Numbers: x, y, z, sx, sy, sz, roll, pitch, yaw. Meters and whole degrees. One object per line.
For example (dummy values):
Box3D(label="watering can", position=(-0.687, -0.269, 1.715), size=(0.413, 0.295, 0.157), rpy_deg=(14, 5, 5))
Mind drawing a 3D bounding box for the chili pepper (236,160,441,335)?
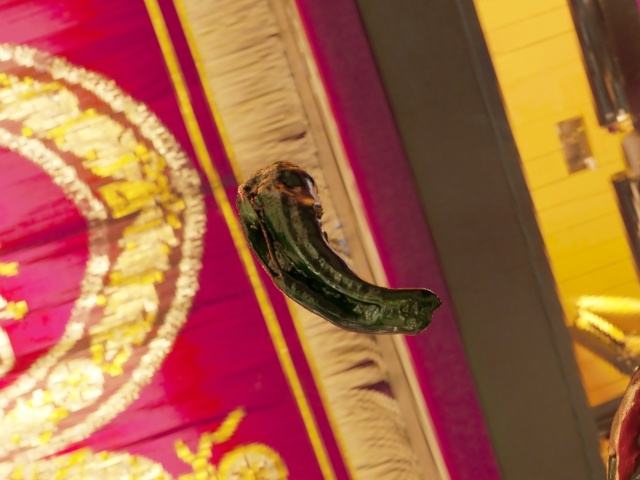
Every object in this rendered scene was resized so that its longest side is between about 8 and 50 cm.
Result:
Box3D(label="chili pepper", position=(-0.004, 0.000, 0.643), size=(0.073, 0.050, 0.182), rpy_deg=(15, -157, -38))

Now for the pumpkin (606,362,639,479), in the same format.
Box3D(label="pumpkin", position=(0.236, 0.092, 0.659), size=(0.254, 0.131, 0.149), rpy_deg=(-171, 73, -86))
